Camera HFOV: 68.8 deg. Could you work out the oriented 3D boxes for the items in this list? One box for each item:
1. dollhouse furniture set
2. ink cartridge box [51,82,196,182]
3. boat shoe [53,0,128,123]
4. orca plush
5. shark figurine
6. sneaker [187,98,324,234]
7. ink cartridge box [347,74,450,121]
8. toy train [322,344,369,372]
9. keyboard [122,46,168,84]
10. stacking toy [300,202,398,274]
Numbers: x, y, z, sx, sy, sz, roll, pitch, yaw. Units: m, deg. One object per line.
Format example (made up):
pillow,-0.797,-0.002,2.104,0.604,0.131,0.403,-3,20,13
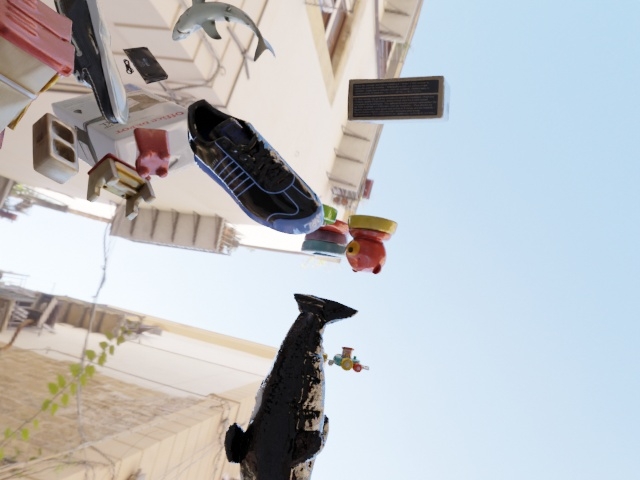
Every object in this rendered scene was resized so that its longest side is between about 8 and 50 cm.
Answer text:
dollhouse furniture set,-0.412,-0.213,0.788,0.201,0.374,0.152,-34,-125,16
ink cartridge box,-0.473,-0.268,1.157,0.307,0.129,0.223,29,-136,31
boat shoe,-0.472,-0.371,0.963,0.091,0.114,0.303,-16,-104,-9
orca plush,-0.011,0.214,0.559,0.102,0.151,0.287,8,-113,52
shark figurine,-0.248,-0.594,1.260,0.278,0.116,0.166,14,-66,0
sneaker,-0.091,-0.097,0.602,0.232,0.090,0.081,34,-119,21
ink cartridge box,0.178,-0.301,1.018,0.193,0.234,0.088,4,-76,17
toy train,0.023,0.238,0.999,0.166,0.125,0.046,9,-96,21
keyboard,-0.563,-0.548,1.465,0.108,0.023,0.180,-22,-121,-30
stacking toy,0.000,0.000,1.141,0.279,0.309,0.131,13,-97,-29
